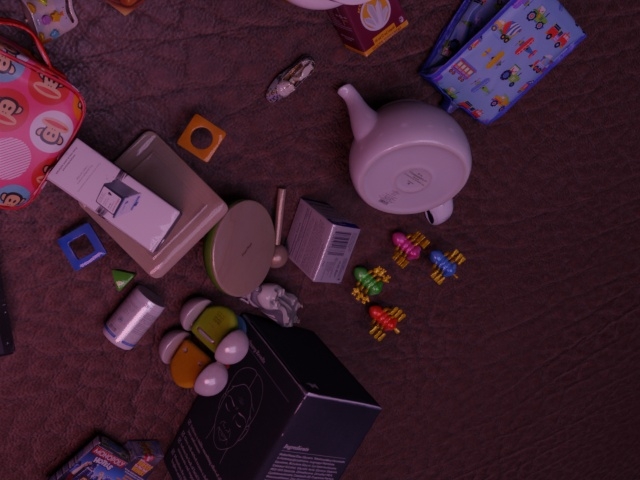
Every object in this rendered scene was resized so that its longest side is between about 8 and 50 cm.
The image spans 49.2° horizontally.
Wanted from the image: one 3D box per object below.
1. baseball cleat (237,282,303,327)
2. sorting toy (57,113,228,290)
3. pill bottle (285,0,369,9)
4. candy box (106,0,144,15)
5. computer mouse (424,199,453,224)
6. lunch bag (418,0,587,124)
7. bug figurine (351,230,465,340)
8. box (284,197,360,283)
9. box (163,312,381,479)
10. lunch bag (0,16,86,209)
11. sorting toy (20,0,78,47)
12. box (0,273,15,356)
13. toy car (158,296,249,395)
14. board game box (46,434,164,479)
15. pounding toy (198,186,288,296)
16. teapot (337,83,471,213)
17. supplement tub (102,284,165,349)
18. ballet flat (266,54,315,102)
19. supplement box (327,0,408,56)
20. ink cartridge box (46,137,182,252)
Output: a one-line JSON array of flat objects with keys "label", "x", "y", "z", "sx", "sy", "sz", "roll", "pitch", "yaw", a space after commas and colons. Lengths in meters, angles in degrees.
[{"label": "baseball cleat", "x": -0.108, "y": 0.122, "z": 1.452, "sx": 0.206, "sy": 0.110, "sz": 0.072, "roll": 66, "pitch": 44, "yaw": -64}, {"label": "sorting toy", "x": -0.287, "y": -0.063, "z": 1.217, "sx": 0.348, "sy": 0.047, "sz": 0.196, "roll": -45, "pitch": 94, "yaw": -1}, {"label": "pill bottle", "x": -0.030, "y": -0.440, "z": 1.010, "sx": 0.188, "sy": 0.334, "sz": 0.187, "roll": -15, "pitch": 123, "yaw": -24}, {"label": "candy box", "x": -0.250, "y": -0.416, "z": 1.005, "sx": 0.187, "sy": 0.053, "sz": 0.109, "roll": -33, "pitch": 163, "yaw": 13}, {"label": "computer mouse", "x": 0.262, "y": -0.107, "z": 1.562, "sx": 0.106, "sy": 0.042, "sz": 0.193, "roll": -35, "pitch": 128, "yaw": -12}, {"label": "lunch bag", "x": 0.355, "y": -0.378, "z": 1.428, "sx": 0.221, "sy": 0.138, "sz": 0.293, "roll": 25, "pitch": 110, "yaw": -41}, {"label": "bug figurine", "x": 0.188, "y": 0.088, "z": 1.608, "sx": 0.279, "sy": 0.072, "sz": 0.216, "roll": -42, "pitch": 123, "yaw": 2}, {"label": "box", "x": 0.000, "y": 0.000, "z": 1.400, "sx": 0.072, "sy": 0.137, "sz": 0.126, "roll": 7, "pitch": 112, "yaw": -35}, {"label": "box", "x": -0.113, "y": 0.405, "z": 1.457, "sx": 0.212, "sy": 0.293, "sz": 0.395, "roll": 20, "pitch": 104, "yaw": -38}, {"label": "lunch bag", "x": -0.497, "y": -0.203, "z": 0.993, "sx": 0.293, "sy": 0.120, "sz": 0.258, "roll": 29, "pitch": 100, "yaw": -41}, {"label": "sorting toy", "x": -0.400, "y": -0.335, "z": 1.040, "sx": 0.075, "sy": 0.045, "sz": 0.083, "roll": -35, "pitch": 131, "yaw": -35}, {"label": "box", "x": -0.656, "y": 0.078, "z": 1.089, "sx": 0.294, "sy": 0.073, "sz": 0.295, "roll": -12, "pitch": 120, "yaw": -27}, {"label": "toy car", "x": -0.215, "y": 0.210, "z": 1.389, "sx": 0.182, "sy": 0.159, "sz": 0.136, "roll": -57, "pitch": 154, "yaw": 7}, {"label": "board game box", "x": -0.435, "y": 0.475, "z": 1.450, "sx": 0.194, "sy": 0.060, "sz": 0.194, "roll": -42, "pitch": 129, "yaw": -6}, {"label": "pounding toy", "x": -0.168, "y": 0.000, "z": 1.340, "sx": 0.237, "sy": 0.110, "sz": 0.182, "roll": -28, "pitch": 121, "yaw": -52}, {"label": "teapot", "x": 0.174, "y": -0.185, "z": 1.383, "sx": 0.253, "sy": 0.187, "sz": 0.256, "roll": -7, "pitch": 143, "yaw": 3}, {"label": "supplement tub", "x": -0.350, "y": 0.145, "z": 1.311, "sx": 0.107, "sy": 0.071, "sz": 0.071, "roll": -49, "pitch": 130, "yaw": 2}, {"label": "ballet flat", "x": -0.052, "y": -0.292, "z": 1.270, "sx": 0.114, "sy": 0.041, "sz": 0.041, "roll": -45, "pitch": 130, "yaw": -2}, {"label": "supplement box", "x": 0.063, "y": -0.437, "z": 1.233, "sx": 0.104, "sy": 0.081, "sz": 0.188, "roll": -39, "pitch": 129, "yaw": -7}, {"label": "ink cartridge box", "x": -0.320, "y": -0.068, "z": 1.114, "sx": 0.191, "sy": 0.139, "sz": 0.082, "roll": 35, "pitch": 85, "yaw": -9}]
